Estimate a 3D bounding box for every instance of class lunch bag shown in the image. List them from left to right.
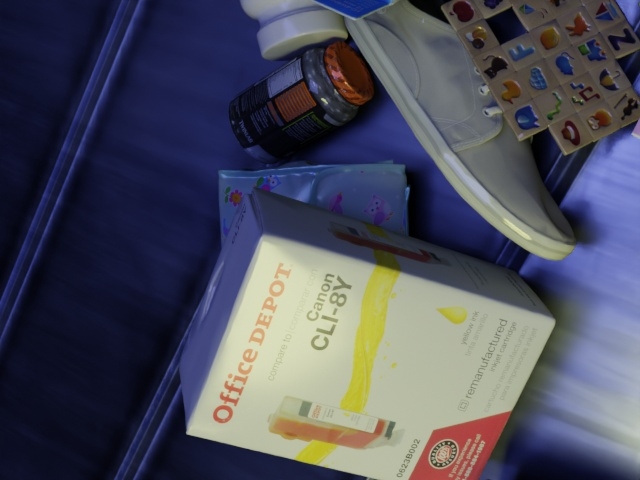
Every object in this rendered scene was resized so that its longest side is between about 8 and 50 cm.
[{"bbox_3d":[0.000,0.000,1.341,0.262,0.160,0.223,1,95,23],"label":"lunch bag"}]

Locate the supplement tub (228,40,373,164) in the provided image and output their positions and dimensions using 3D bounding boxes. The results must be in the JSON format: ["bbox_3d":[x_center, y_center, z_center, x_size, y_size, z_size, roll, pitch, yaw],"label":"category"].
[{"bbox_3d":[-0.026,-0.196,1.363,0.190,0.117,0.117,-26,81,29],"label":"supplement tub"}]

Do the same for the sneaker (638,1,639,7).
[{"bbox_3d":[0.418,-0.268,1.147,0.083,0.031,0.035,47,114,19],"label":"sneaker"}]

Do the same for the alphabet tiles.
[{"bbox_3d":[0.289,-0.229,1.173,0.198,0.009,0.237,-26,79,-8],"label":"alphabet tiles"}]

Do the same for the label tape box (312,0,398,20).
[{"bbox_3d":[0.053,-0.410,1.165,0.249,0.348,0.115,31,135,24],"label":"label tape box"}]

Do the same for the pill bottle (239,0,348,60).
[{"bbox_3d":[-0.050,-0.396,1.340,0.153,0.153,0.264,-14,87,30],"label":"pill bottle"}]

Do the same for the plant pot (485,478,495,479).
[{"bbox_3d":[0.340,0.434,1.138,0.294,0.275,0.274,1,94,15],"label":"plant pot"}]

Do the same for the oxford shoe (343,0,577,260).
[{"bbox_3d":[0.190,-0.172,1.217,0.130,0.169,0.449,-40,69,25],"label":"oxford shoe"}]

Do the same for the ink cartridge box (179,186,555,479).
[{"bbox_3d":[0.047,0.134,1.199,0.385,0.160,0.279,17,108,-16],"label":"ink cartridge box"}]

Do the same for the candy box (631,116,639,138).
[{"bbox_3d":[0.448,-0.110,1.048,0.165,0.196,0.070,31,108,25],"label":"candy box"}]
